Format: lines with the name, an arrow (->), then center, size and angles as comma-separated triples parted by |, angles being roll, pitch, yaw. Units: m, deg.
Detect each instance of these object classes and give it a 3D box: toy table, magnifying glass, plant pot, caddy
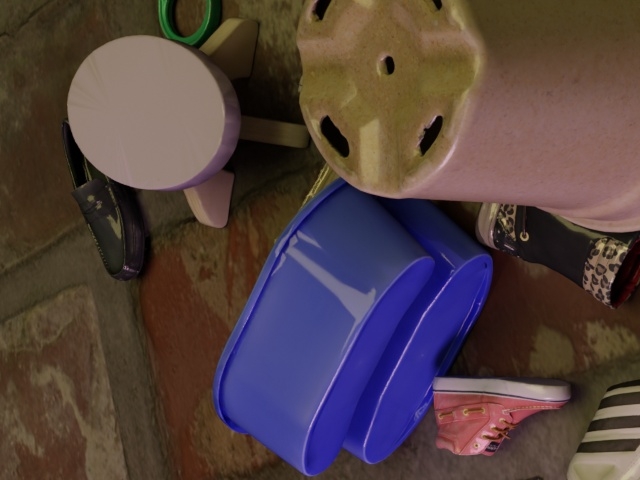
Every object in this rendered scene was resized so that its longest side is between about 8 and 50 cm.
toy table -> -0.152, -0.141, 2.122 | 0.274, 0.161, 0.252 | 29, 107, 39
magnifying glass -> -0.184, -0.342, 2.250 | 0.092, 0.026, 0.231 | -36, 63, 35
plant pot -> 0.159, -0.157, 1.599 | 0.333, 0.305, 0.334 | 11, 104, 48
caddy -> 0.023, 0.082, 1.906 | 0.179, 0.241, 0.341 | 38, 112, 29

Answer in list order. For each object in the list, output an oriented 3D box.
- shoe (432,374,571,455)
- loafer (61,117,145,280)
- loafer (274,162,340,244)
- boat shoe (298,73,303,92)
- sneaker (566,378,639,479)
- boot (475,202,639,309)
shoe -> 0.187, 0.182, 1.872 | 0.178, 0.063, 0.081 | -2, 88, 47
loafer -> -0.280, -0.054, 2.285 | 0.076, 0.078, 0.223 | -29, 69, 37
loafer -> 0.000, 0.000, 2.017 | 0.092, 0.102, 0.269 | 40, 115, 43
boat shoe -> 0.014, -0.177, 2.061 | 0.100, 0.035, 0.035 | 20, 104, 47
sneaker -> 0.399, 0.248, 1.605 | 0.447, 0.169, 0.258 | 23, 105, 43
boot -> 0.268, -0.065, 1.799 | 0.178, 0.085, 0.236 | 33, 112, 34
